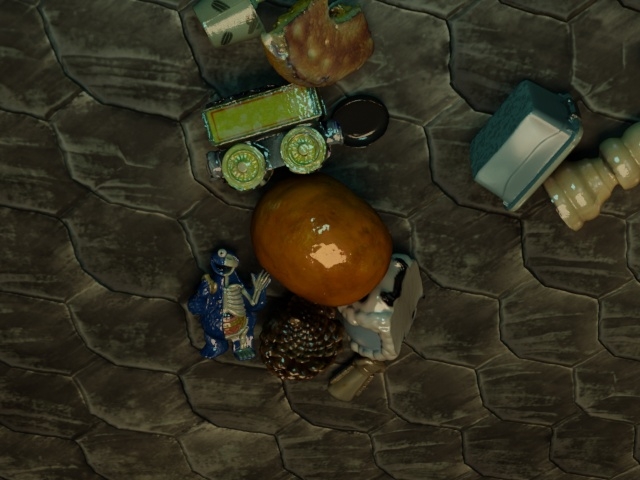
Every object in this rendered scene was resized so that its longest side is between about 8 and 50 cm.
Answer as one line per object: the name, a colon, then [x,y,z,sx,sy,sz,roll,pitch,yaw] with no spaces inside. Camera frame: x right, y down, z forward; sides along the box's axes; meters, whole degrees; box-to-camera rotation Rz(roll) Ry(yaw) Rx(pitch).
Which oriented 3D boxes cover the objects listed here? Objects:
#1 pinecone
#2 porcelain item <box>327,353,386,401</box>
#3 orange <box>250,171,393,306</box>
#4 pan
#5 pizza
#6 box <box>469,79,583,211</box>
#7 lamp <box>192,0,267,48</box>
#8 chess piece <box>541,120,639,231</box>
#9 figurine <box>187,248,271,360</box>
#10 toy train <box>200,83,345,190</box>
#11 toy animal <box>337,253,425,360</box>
pinecone: [-0.049,0.216,2.304,0.168,0.185,0.212,48,155,-3]
porcelain item: [0.105,0.291,2.470,0.084,0.054,0.213,23,126,-29]
orange: [0.000,0.000,2.045,0.284,0.284,0.226,42,80,-35]
pan: [0.028,-0.208,2.018,0.212,0.040,0.115,-22,132,2]
pizza: [-0.007,-0.337,1.794,0.305,0.085,0.161,-5,115,-58]
box: [0.387,-0.182,2.019,0.130,0.162,0.227,29,123,-17]
lamp: [-0.102,-0.405,1.778,0.214,0.121,0.121,-30,130,1]
chess piece: [0.570,-0.139,2.102,0.261,0.143,0.143,-33,128,16]
figurine: [-0.196,0.129,2.253,0.164,0.121,0.262,12,117,-2]
toy train: [-0.092,-0.191,1.930,0.261,0.134,0.177,-16,93,6]
toy animal: [0.116,0.133,2.251,0.156,0.208,0.204,3,138,24]
